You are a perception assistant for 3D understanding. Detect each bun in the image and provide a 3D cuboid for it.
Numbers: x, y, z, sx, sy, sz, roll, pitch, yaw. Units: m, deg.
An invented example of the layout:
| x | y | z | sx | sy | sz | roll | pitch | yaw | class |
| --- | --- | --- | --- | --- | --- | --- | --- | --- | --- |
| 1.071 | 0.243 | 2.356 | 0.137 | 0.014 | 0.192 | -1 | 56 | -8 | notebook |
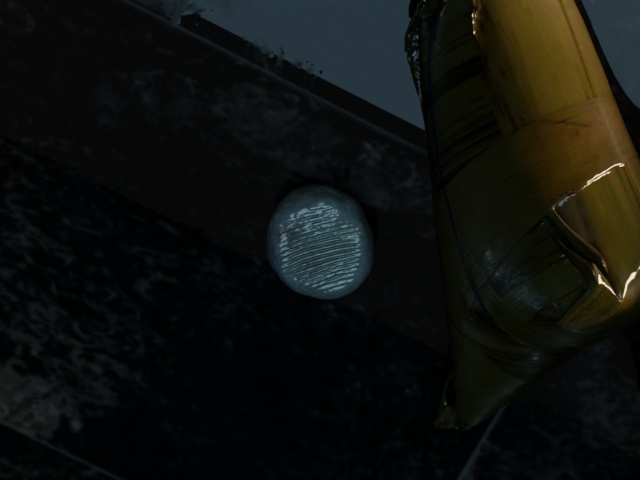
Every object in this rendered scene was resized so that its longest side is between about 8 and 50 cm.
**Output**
| x | y | z | sx | sy | sz | roll | pitch | yaw | class |
| --- | --- | --- | --- | --- | --- | --- | --- | --- | --- |
| 0.000 | 0.000 | 1.268 | 0.083 | 0.045 | 0.083 | 1 | 113 | 3 | bun |

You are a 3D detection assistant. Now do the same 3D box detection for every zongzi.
| x | y | z | sx | sy | sz | roll | pitch | yaw | class |
| --- | --- | --- | --- | --- | --- | --- | --- | --- | --- |
| 0.108 | -0.027 | 1.240 | 0.123 | 0.289 | 0.260 | -17 | 76 | -29 | zongzi |
